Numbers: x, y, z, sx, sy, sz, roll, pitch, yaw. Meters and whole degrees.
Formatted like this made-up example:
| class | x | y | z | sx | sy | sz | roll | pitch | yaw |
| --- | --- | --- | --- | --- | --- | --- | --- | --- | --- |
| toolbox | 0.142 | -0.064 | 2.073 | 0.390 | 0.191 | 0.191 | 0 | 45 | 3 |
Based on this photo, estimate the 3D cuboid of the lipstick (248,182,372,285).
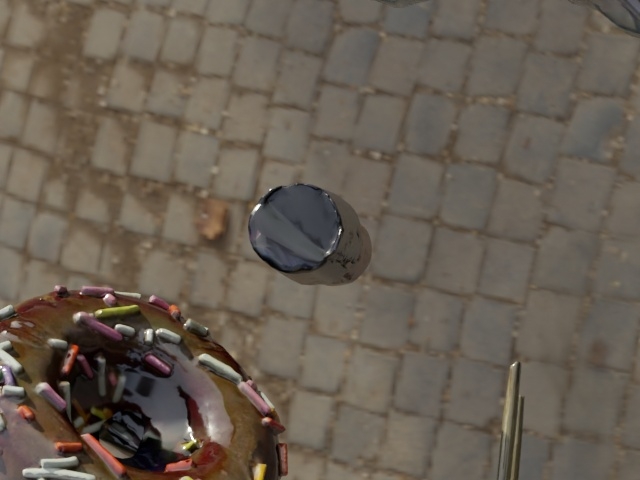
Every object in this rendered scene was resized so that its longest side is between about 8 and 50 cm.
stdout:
| class | x | y | z | sx | sy | sz | roll | pitch | yaw |
| --- | --- | --- | --- | --- | --- | --- | --- | --- | --- |
| lipstick | 0.000 | 0.000 | 1.317 | 0.077 | 0.418 | 0.077 | 0 | 87 | 5 |

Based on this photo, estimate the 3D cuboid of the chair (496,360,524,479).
| class | x | y | z | sx | sy | sz | roll | pitch | yaw |
| --- | --- | --- | --- | --- | --- | --- | --- | --- | --- |
| chair | 0.243 | 0.269 | 1.539 | 0.166 | 0.188 | 0.272 | 5 | 72 | 9 |

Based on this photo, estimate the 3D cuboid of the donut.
| class | x | y | z | sx | sy | sz | roll | pitch | yaw |
| --- | --- | --- | --- | --- | --- | --- | --- | --- | --- |
| donut | -0.142 | 0.140 | 1.131 | 0.270 | 0.269 | 0.103 | 55 | 131 | 29 |

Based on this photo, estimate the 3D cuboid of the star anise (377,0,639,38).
| class | x | y | z | sx | sy | sz | roll | pitch | yaw |
| --- | --- | --- | --- | --- | --- | --- | --- | --- | --- |
| star anise | 0.063 | -0.124 | 0.463 | 0.316 | 0.359 | 0.139 | 32 | 102 | 2 |
